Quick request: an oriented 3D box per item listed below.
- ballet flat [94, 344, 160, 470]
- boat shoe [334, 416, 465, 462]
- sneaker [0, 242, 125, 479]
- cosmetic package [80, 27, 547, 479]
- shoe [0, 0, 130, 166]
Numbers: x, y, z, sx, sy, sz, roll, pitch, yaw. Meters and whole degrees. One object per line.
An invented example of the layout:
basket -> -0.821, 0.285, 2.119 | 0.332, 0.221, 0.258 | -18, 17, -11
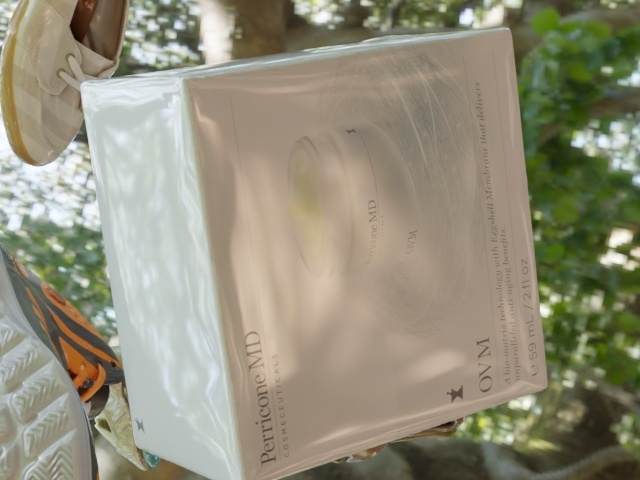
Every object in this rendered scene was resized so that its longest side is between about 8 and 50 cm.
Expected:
ballet flat -> -0.168, 0.136, 1.169 | 0.168, 0.052, 0.057 | 86, -168, -51
boat shoe -> 0.024, 0.157, 1.288 | 0.307, 0.111, 0.104 | -4, -74, -32
sneaker -> -0.193, 0.119, 0.986 | 0.125, 0.321, 0.180 | -31, -34, 10
cosmetic package -> 0.000, 0.000, 0.827 | 0.225, 0.138, 0.224 | -14, -79, -31
shoe -> -0.177, -0.159, 1.009 | 0.076, 0.058, 0.219 | 21, -102, -59
